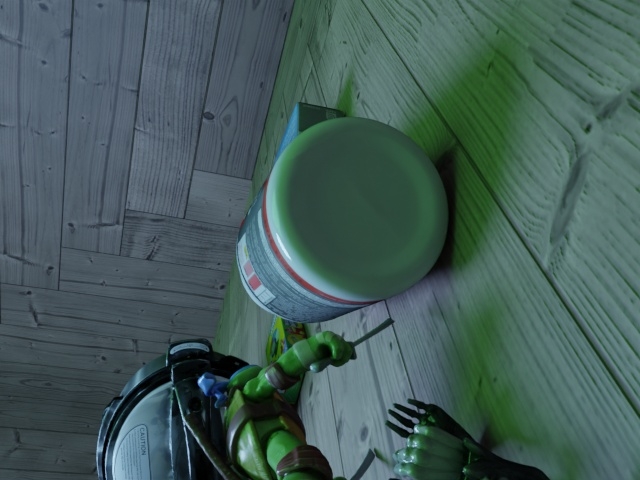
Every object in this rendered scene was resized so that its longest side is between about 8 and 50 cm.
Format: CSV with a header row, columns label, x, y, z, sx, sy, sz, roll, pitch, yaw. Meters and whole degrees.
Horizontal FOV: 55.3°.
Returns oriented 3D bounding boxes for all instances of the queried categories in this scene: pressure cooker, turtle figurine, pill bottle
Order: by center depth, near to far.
label,x,y,z,sx,sy,sz,roll,pitch,yaw
turtle figurine,0.016,0.203,0.609,0.198,0.274,0.266,-62,23,17
pill bottle,0.000,0.000,0.815,0.363,0.210,0.210,140,138,-69
pressure cooker,-0.260,0.414,1.271,0.375,0.370,0.420,-49,9,-13

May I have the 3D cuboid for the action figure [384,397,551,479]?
label,x,y,z,sx,sy,sz,roll,pitch,yaw
action figure,0.104,0.208,0.412,0.275,0.140,0.164,-174,94,-79

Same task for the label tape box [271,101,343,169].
label,x,y,z,sx,sy,sz,roll,pitch,yaw
label tape box,-0.033,-0.067,1.208,0.241,0.105,0.334,118,157,-51

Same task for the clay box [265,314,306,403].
label,x,y,z,sx,sy,sz,roll,pitch,yaw
clay box,-0.076,0.227,1.297,0.222,0.053,0.128,-117,39,-66
